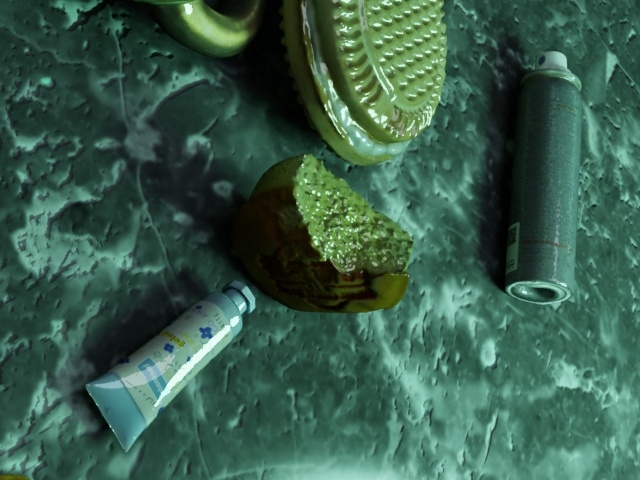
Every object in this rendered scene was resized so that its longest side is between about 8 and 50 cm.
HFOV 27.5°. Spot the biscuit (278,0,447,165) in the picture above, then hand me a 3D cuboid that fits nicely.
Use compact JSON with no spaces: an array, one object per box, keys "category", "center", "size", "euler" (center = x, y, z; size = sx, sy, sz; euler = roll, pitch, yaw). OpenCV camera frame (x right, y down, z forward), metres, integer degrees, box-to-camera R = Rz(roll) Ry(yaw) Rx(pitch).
[{"category":"biscuit","center":[0.046,-0.200,1.220],"size":[0.259,0.079,0.259],"euler":[16,72,-59]}]

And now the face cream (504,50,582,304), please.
[{"category":"face cream","center":[0.244,-0.073,1.415],"size":[0.073,0.073,0.284],"euler":[24,63,-37]}]

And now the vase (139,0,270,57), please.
[{"category":"vase","center":[-0.101,-0.308,1.082],"size":[0.302,0.240,0.329],"euler":[-66,151,-48]}]

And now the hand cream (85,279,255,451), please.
[{"category":"hand cream","center":[-0.116,0.091,1.053],"size":[0.170,0.043,0.065],"euler":[-42,112,-37]}]

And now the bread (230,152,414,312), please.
[{"category":"bread","center":[-0.004,0.006,1.127],"size":[0.156,0.125,0.086],"euler":[35,48,-14]}]

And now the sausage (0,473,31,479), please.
[{"category":"sausage","center":[-0.303,0.255,0.781],"size":[0.354,0.116,0.134],"euler":[-21,107,-42]}]
